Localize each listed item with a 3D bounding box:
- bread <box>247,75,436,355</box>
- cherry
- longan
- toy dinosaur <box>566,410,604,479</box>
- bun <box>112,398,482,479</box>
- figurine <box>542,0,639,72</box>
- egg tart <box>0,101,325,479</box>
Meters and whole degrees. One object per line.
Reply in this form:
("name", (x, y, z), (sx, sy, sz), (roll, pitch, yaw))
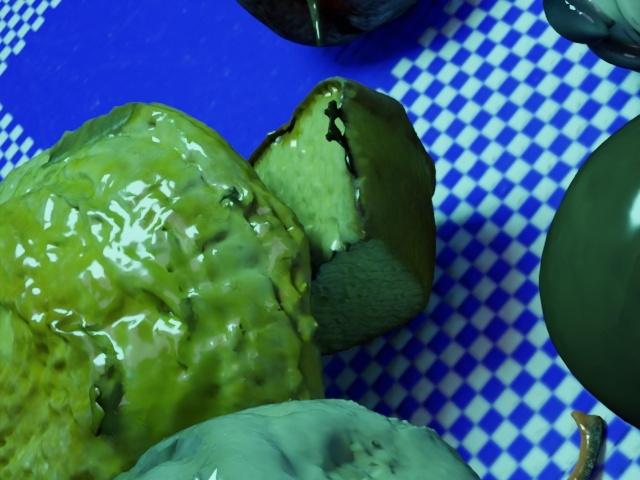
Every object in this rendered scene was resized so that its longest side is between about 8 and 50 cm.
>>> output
("bread", (0.010, -0.002, 1.011), (0.260, 0.134, 0.129), (-46, 50, 52))
("cherry", (0.013, -0.246, 1.163), (0.195, 0.195, 0.195), (-24, 48, 29))
("longan", (0.220, 0.010, 0.773), (0.220, 0.196, 0.196), (-36, 43, 20))
("toy dinosaur", (0.063, 0.204, 0.888), (0.101, 0.055, 0.279), (28, 81, 40))
("bun", (-0.062, 0.214, 0.714), (0.360, 0.211, 0.359), (-44, 13, 12))
("figurine", (0.237, -0.176, 0.885), (0.197, 0.175, 0.265), (-27, 23, -27))
("egg tart", (-0.138, 0.072, 0.982), (0.351, 0.153, 0.339), (58, 135, 20))
